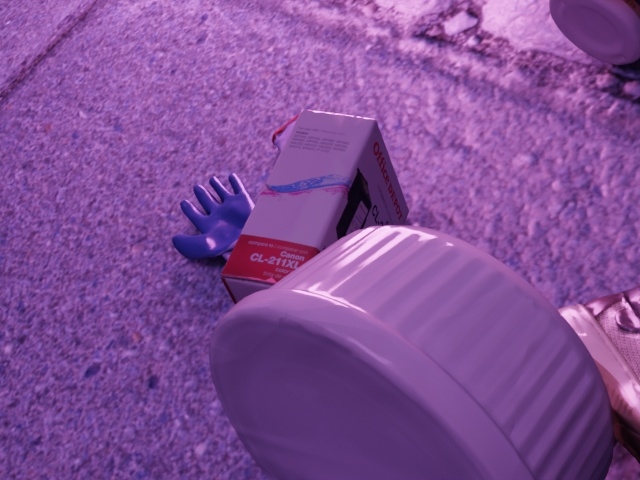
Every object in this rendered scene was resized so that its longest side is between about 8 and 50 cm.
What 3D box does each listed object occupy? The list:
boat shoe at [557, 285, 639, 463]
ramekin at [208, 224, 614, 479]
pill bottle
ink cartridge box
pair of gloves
[{"bbox_3d":[0.243,0.114,0.961,0.092,0.103,0.285,-33,34,-2],"label":"boat shoe"},{"bbox_3d":[0.066,0.111,0.983,0.273,0.273,0.127,14,48,44],"label":"ramekin"},{"bbox_3d":[0.277,-0.239,1.284,0.094,0.094,0.169,21,67,46],"label":"pill bottle"},{"bbox_3d":[0.000,0.000,1.226,0.072,0.127,0.175,9,57,25],"label":"ink cartridge box"},{"bbox_3d":[-0.046,-0.039,1.392,0.198,0.023,0.159,-37,37,0],"label":"pair of gloves"}]
